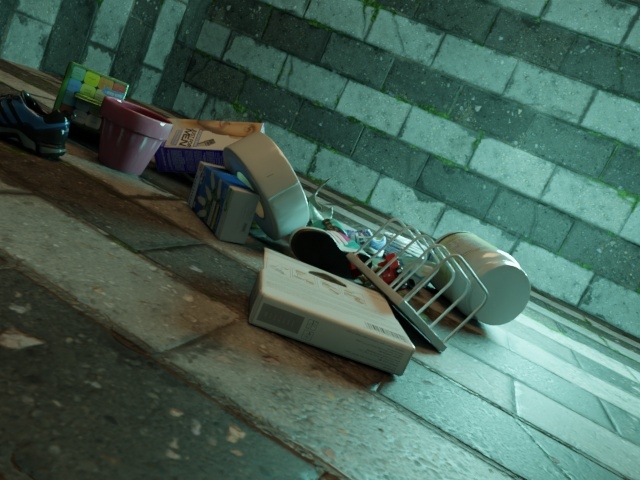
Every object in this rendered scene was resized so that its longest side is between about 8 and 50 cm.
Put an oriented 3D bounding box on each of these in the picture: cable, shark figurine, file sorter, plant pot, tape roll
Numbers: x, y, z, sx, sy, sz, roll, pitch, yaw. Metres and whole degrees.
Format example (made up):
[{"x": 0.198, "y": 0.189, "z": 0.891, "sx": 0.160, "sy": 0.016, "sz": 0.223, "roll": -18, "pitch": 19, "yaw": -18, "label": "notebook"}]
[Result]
[{"x": 0.354, "y": 0.052, "z": 2.062, "sx": 0.256, "sy": 0.089, "sz": 0.257, "roll": 19, "pitch": 11, "yaw": -21, "label": "cable"}, {"x": 0.005, "y": -0.081, "z": 1.613, "sx": 0.166, "sy": 0.116, "sz": 0.278, "roll": 20, "pitch": -34, "yaw": 39, "label": "shark figurine"}, {"x": 0.229, "y": 0.089, "z": 1.239, "sx": 0.193, "sy": 0.173, "sz": 0.277, "roll": 47, "pitch": -2, "yaw": -30, "label": "file sorter"}, {"x": -0.557, "y": -0.298, "z": 1.506, "sx": 0.201, "sy": 0.180, "sz": 0.201, "roll": 24, "pitch": 11, "yaw": -5, "label": "plant pot"}, {"x": -0.147, "y": -0.143, "z": 1.380, "sx": 0.286, "sy": 0.100, "sz": 0.286, "roll": 52, "pitch": -18, "yaw": 24, "label": "tape roll"}]

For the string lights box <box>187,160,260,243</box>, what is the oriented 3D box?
[{"x": -0.259, "y": -0.105, "z": 1.353, "sx": 0.076, "sy": 0.134, "sz": 0.259, "roll": 9, "pitch": 17, "yaw": -36, "label": "string lights box"}]

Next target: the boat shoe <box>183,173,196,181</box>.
[{"x": -0.410, "y": -0.261, "z": 1.823, "sx": 0.340, "sy": 0.113, "sz": 0.127, "roll": 33, "pitch": 13, "yaw": 36, "label": "boat shoe"}]

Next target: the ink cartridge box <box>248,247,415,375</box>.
[{"x": 0.011, "y": 0.130, "z": 1.004, "sx": 0.296, "sy": 0.066, "sz": 0.261, "roll": 22, "pitch": 12, "yaw": -11, "label": "ink cartridge box"}]

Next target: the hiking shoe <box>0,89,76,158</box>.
[{"x": -0.766, "y": -0.317, "z": 1.271, "sx": 0.303, "sy": 0.132, "sz": 0.113, "roll": 22, "pitch": 11, "yaw": -14, "label": "hiking shoe"}]

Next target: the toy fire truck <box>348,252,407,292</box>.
[{"x": 0.159, "y": 0.094, "z": 1.428, "sx": 0.192, "sy": 0.135, "sz": 0.047, "roll": 64, "pitch": 9, "yaw": -51, "label": "toy fire truck"}]

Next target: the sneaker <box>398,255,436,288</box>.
[{"x": 0.291, "y": 0.105, "z": 1.698, "sx": 0.087, "sy": 0.092, "sz": 0.228, "roll": 19, "pitch": -8, "yaw": -14, "label": "sneaker"}]

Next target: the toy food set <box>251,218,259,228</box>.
[{"x": -0.203, "y": -0.094, "z": 1.539, "sx": 0.191, "sy": 0.039, "sz": 0.133, "roll": 10, "pitch": 54, "yaw": -13, "label": "toy food set"}]

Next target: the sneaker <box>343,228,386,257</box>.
[{"x": 0.146, "y": -0.011, "z": 1.924, "sx": 0.211, "sy": 0.081, "sz": 0.080, "roll": 21, "pitch": 13, "yaw": -10, "label": "sneaker"}]

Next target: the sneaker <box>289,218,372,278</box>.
[{"x": 0.000, "y": 0.000, "z": 1.435, "sx": 0.295, "sy": 0.124, "sz": 0.178, "roll": 25, "pitch": 13, "yaw": -43, "label": "sneaker"}]

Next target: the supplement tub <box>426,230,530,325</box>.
[{"x": 0.505, "y": 0.118, "z": 1.687, "sx": 0.235, "sy": 0.236, "sz": 0.325, "roll": 21, "pitch": 12, "yaw": -18, "label": "supplement tub"}]

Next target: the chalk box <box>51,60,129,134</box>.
[{"x": -0.719, "y": -0.431, "z": 1.615, "sx": 0.180, "sy": 0.179, "sz": 0.289, "roll": 19, "pitch": -4, "yaw": -27, "label": "chalk box"}]

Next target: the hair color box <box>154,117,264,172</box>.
[{"x": -0.364, "y": -0.314, "z": 1.726, "sx": 0.338, "sy": 0.110, "sz": 0.185, "roll": 4, "pitch": 42, "yaw": 0, "label": "hair color box"}]

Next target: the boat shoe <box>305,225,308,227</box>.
[{"x": -0.065, "y": -0.068, "z": 1.796, "sx": 0.079, "sy": 0.084, "sz": 0.233, "roll": -1, "pitch": 20, "yaw": -10, "label": "boat shoe"}]

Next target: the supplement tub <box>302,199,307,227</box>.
[{"x": -0.136, "y": -0.104, "z": 1.665, "sx": 0.190, "sy": 0.117, "sz": 0.117, "roll": 17, "pitch": 13, "yaw": -32, "label": "supplement tub"}]
